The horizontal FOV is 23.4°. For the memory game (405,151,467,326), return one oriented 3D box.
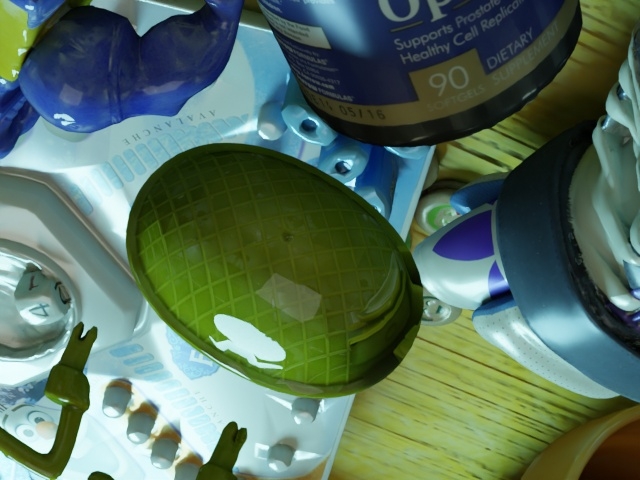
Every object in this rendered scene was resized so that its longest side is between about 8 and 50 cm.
[{"bbox_3d":[0.000,0.000,0.819,0.186,0.012,0.186,6,139,5],"label":"memory game"}]

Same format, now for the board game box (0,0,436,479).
[{"bbox_3d":[-0.167,0.033,0.810,0.390,0.050,0.390,13,130,-3],"label":"board game box"}]

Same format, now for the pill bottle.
[{"bbox_3d":[0.014,-0.149,0.565,0.123,0.122,0.219,-9,136,20],"label":"pill bottle"}]

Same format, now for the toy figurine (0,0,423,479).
[{"bbox_3d":[-0.119,-0.065,0.538,0.362,0.191,0.217,35,152,5],"label":"toy figurine"}]

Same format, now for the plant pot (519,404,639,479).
[{"bbox_3d":[0.160,0.212,0.904,0.205,0.205,0.188,28,151,-20],"label":"plant pot"}]

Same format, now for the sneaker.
[{"bbox_3d":[0.131,-0.013,0.654,0.236,0.130,0.323,-13,152,24],"label":"sneaker"}]
